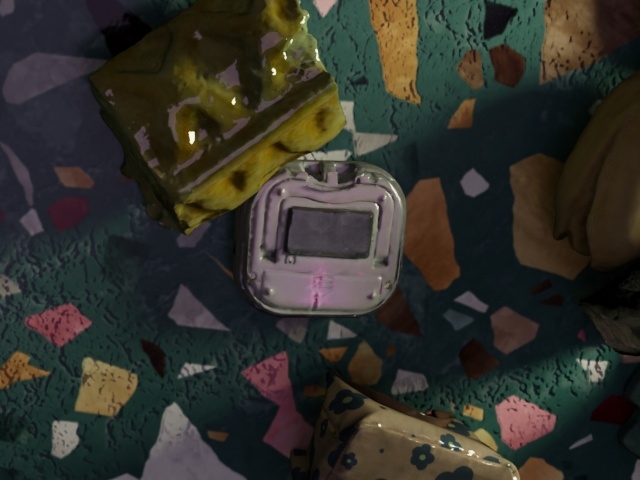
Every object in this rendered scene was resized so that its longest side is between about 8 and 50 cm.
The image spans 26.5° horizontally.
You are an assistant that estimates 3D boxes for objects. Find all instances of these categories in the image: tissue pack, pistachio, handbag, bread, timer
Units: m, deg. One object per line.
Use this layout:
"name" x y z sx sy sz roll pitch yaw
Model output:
"tissue pack" 0.497 0.024 1.655 0.332 0.245 0.123 -35 90 -6
"pistachio" 0.395 -0.097 1.646 0.181 0.162 0.293 13 110 -47
"handbag" 0.089 0.281 1.665 0.251 0.193 0.190 21 106 -21
"bread" -0.113 -0.152 1.491 0.252 0.238 0.196 -30 71 -8
"timer" 0.000 0.000 1.626 0.208 0.069 0.191 1 103 -13

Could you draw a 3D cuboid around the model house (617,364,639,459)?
"model house" 0.615 0.269 1.719 0.360 0.339 0.297 36 97 -20
